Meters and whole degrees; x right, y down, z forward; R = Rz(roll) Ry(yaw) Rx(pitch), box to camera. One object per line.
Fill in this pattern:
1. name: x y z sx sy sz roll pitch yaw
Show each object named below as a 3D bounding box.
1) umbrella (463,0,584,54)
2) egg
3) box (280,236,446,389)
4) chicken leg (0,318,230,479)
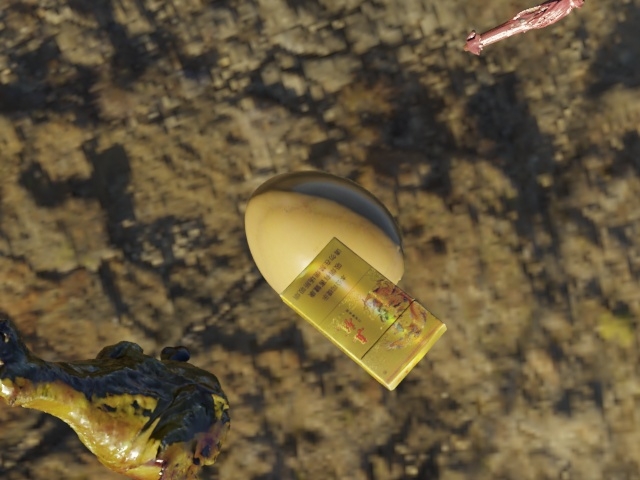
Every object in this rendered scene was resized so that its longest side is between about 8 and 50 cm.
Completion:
1. umbrella: 0.230 -0.241 1.625 0.027 0.165 0.025 62 19 -16
2. egg: 0.000 0.000 2.168 0.244 0.201 0.201 36 58 -24
3. box: 0.042 0.073 1.520 0.089 0.156 0.022 -46 154 -7
4. chicken leg: -0.230 0.197 1.682 0.361 0.211 0.140 10 115 -57
